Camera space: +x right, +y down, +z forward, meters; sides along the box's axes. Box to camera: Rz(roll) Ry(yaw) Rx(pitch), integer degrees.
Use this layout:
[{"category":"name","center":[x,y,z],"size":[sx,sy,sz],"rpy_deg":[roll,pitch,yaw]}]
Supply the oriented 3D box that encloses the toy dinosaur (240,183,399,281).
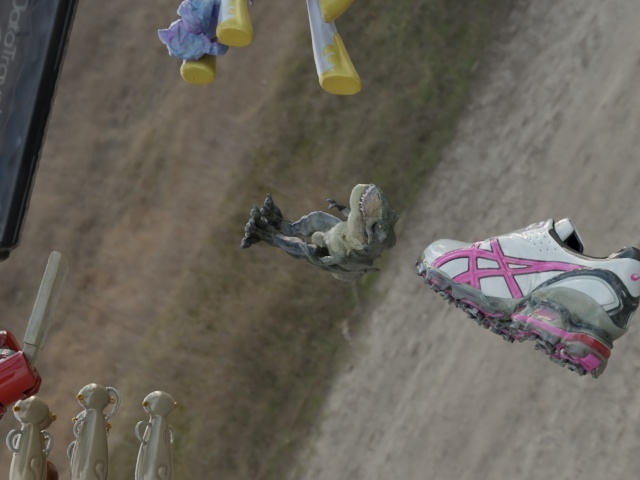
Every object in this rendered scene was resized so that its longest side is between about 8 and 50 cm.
[{"category":"toy dinosaur","center":[0.000,0.000,1.015],"size":[0.268,0.118,0.064],"rpy_deg":[96,-169,-81]}]

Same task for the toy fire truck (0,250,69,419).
[{"category":"toy fire truck","center":[-0.363,0.134,1.363],"size":[0.246,0.158,0.217],"rpy_deg":[-28,7,-6]}]

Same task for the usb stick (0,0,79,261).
[{"category":"usb stick","center":[-0.210,-0.126,0.828],"size":[0.045,0.077,0.278],"rpy_deg":[7,-83,-73]}]

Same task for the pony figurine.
[{"category":"pony figurine","center":[-0.074,-0.366,1.524],"size":[0.303,0.351,0.363],"rpy_deg":[74,-156,-58]}]

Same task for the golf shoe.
[{"category":"golf shoe","center":[0.136,0.024,0.786],"size":[0.086,0.067,0.186],"rpy_deg":[-58,34,-6]}]

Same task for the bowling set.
[{"category":"bowling set","center":[-0.360,0.279,1.692],"size":[0.200,0.287,0.154],"rpy_deg":[-9,73,38]}]
